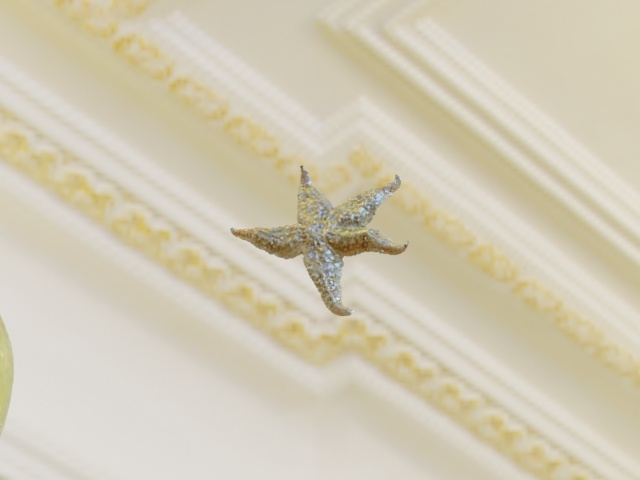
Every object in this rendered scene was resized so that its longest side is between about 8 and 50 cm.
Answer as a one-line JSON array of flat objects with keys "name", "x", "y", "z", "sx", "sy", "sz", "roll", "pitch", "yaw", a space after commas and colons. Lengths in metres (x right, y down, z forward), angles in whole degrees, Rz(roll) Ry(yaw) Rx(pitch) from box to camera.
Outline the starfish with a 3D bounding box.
[{"name": "starfish", "x": 0.000, "y": 0.000, "z": 0.835, "sx": 0.086, "sy": 0.092, "sz": 0.016, "roll": -16, "pitch": -38, "yaw": 11}]

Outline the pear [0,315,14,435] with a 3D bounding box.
[{"name": "pear", "x": -0.160, "y": 0.028, "z": 0.531, "sx": 0.141, "sy": 0.104, "sz": 0.141, "roll": 8, "pitch": -31, "yaw": 5}]
